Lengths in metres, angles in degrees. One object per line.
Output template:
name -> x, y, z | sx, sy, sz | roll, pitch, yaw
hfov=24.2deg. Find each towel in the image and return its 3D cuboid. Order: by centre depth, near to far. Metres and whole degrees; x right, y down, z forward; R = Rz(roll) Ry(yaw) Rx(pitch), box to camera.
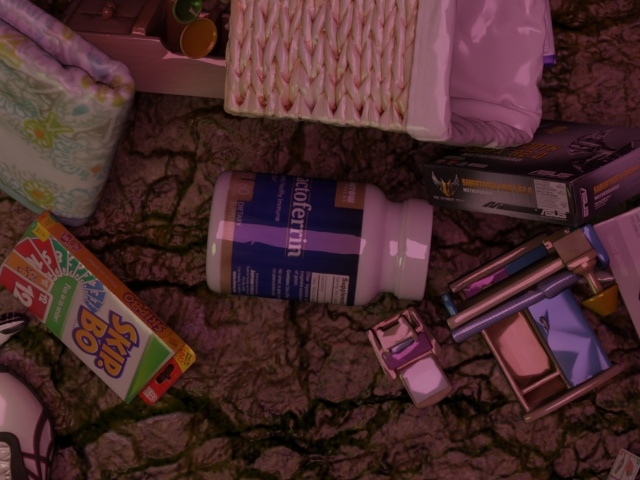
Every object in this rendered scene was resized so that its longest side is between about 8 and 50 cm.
towel -> -0.400, -0.191, 1.741 | 0.374, 0.320, 0.090 | 33, 63, 0

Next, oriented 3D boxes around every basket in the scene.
basket -> 0.084, -0.271, 1.632 | 0.266, 0.328, 0.331 | 5, 95, 24

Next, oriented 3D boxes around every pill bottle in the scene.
pill bottle -> 0.000, 0.000, 1.812 | 0.265, 0.153, 0.153 | 5, 91, 1

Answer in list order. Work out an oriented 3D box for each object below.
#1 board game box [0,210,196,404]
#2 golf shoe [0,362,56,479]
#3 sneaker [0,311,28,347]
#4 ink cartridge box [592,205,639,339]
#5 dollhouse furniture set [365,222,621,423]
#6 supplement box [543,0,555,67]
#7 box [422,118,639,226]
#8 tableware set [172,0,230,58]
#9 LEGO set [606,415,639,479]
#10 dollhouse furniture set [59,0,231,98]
board game box -> -0.279, 0.092, 1.850 | 0.259, 0.039, 0.124 | 42, 127, -2
golf shoe -> -0.380, 0.286, 1.845 | 0.105, 0.120, 0.273 | -16, 89, 3
sneaker -> -0.416, 0.125, 1.886 | 0.109, 0.040, 0.043 | -22, 107, 5
ink cartridge box -> 0.468, 0.007, 1.731 | 0.261, 0.066, 0.296 | -21, 134, 11
dollhouse furniture set -> 0.220, 0.132, 1.733 | 0.286, 0.303, 0.198 | -29, 89, 2
supplement box -> 0.215, -0.313, 1.821 | 0.111, 0.114, 0.220 | -6, 92, 2
box -> 0.263, -0.084, 1.734 | 0.183, 0.231, 0.056 | -26, 114, -35
tableware set -> -0.104, -0.226, 1.641 | 0.104, 0.024, 0.154 | -38, 135, -16
LEGO set -> 0.369, 0.325, 1.793 | 0.060, 0.182, 0.244 | 24, 90, -24
dollhouse furniture set -> -0.171, -0.378, 1.720 | 0.256, 0.362, 0.394 | 5, 119, 2
